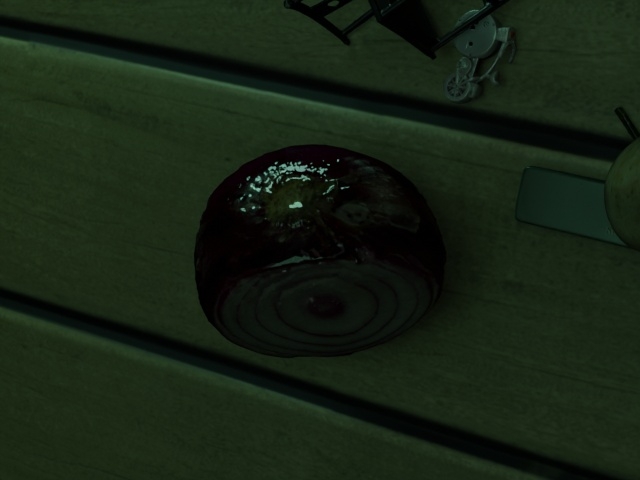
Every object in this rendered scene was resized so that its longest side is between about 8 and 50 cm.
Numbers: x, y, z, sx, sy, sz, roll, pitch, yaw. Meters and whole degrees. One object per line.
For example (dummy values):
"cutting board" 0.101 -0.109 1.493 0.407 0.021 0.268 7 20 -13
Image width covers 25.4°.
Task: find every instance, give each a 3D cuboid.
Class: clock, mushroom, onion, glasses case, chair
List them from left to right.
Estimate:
"onion" 0.000 0.000 1.914 0.337 0.282 0.260 -15 50 16
"chair" 0.102 -0.327 1.899 0.260 0.154 0.141 -34 57 23
"clock" 0.213 -0.245 1.917 0.087 0.041 0.129 21 96 30
"glasses case" 0.348 -0.043 1.849 0.184 0.039 0.077 14 98 27
"mushroom" 0.454 -0.053 1.704 0.254 0.189 0.195 -17 104 -14

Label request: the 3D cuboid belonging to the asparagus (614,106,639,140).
"asparagus" 0.428 -0.106 1.819 0.016 0.016 0.163 -36 73 4
